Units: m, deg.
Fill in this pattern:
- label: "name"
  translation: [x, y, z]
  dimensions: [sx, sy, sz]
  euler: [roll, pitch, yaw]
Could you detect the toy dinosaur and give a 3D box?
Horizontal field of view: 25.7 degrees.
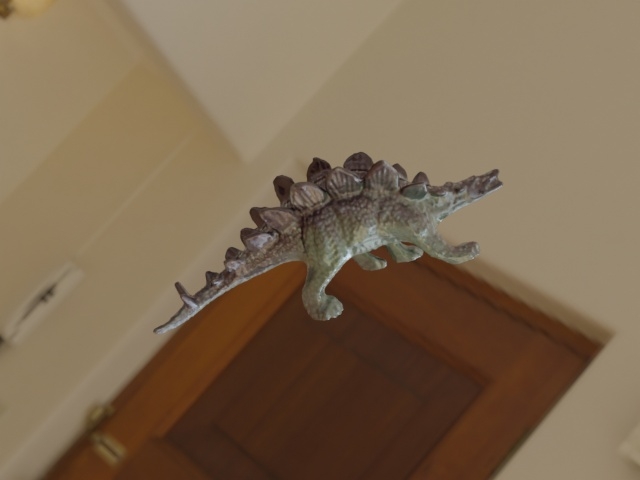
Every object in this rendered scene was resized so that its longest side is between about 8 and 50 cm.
- label: "toy dinosaur"
  translation: [-0.001, -0.001, 0.766]
  dimensions: [0.039, 0.209, 0.082]
  euler: [-100, 164, -66]
